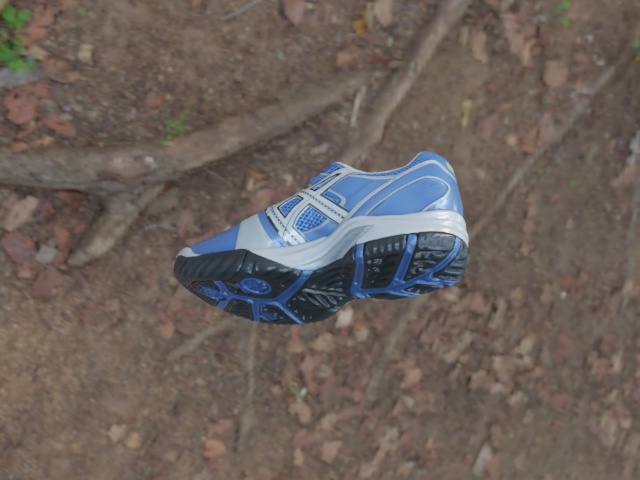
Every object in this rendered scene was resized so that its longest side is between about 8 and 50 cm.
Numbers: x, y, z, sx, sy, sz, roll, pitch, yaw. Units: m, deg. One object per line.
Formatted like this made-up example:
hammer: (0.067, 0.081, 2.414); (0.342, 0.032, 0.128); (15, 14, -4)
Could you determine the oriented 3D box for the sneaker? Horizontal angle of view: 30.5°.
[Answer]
sneaker: (0.000, 0.000, 0.765); (0.080, 0.211, 0.081); (48, 40, -48)
